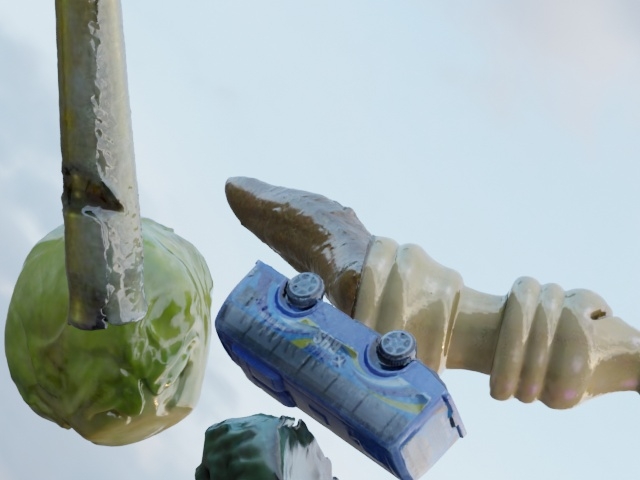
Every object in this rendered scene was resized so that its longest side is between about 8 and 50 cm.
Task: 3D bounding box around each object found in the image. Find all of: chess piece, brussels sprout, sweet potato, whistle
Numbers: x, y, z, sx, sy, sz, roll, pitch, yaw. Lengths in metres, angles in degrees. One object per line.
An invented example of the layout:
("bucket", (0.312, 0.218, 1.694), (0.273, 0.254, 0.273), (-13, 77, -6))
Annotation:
("chess piece", (0.181, 0.095, 1.779), (0.307, 0.139, 0.124), (12, -5, 8))
("brussels sprout", (-0.199, 0.077, 1.805), (0.223, 0.223, 0.161), (41, -4, 31))
("sweet potato", (0.004, 0.002, 2.124), (0.114, 0.092, 0.341), (17, 12, -33))
("whistle", (-0.178, -0.089, 1.548), (0.057, 0.068, 0.326), (5, -76, 28))

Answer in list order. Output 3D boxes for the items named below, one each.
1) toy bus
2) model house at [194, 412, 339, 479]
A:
("toy bus", (0.012, 0.105, 1.606), (0.236, 0.094, 0.079), (31, -28, 36))
("model house", (-0.139, 0.345, 1.566), (0.360, 0.339, 0.297), (63, 18, -56))
